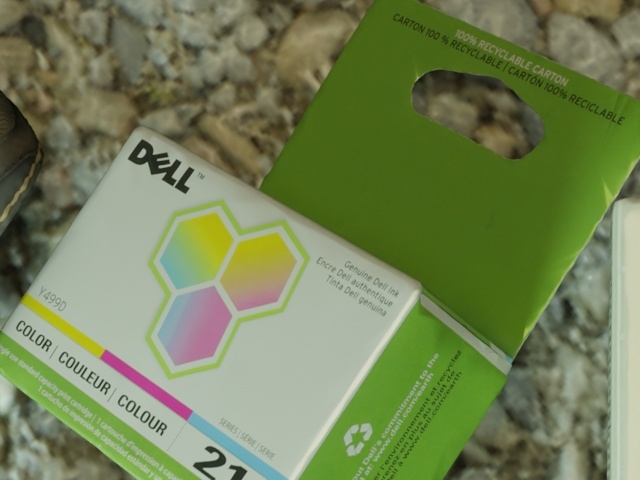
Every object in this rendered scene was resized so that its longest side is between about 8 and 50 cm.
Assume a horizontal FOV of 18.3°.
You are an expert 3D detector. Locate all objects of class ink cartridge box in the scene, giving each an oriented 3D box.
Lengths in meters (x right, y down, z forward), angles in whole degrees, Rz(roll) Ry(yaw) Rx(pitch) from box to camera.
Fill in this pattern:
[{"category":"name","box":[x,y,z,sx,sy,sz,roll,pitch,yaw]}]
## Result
[{"category":"ink cartridge box","box":[0.000,0.000,0.879,0.189,0.097,0.255,30,86,39]}]

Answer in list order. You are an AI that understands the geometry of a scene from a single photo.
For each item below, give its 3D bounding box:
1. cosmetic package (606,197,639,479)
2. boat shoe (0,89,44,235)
[{"category":"cosmetic package","box":[0.186,0.137,0.848,0.129,0.153,0.296,1,83,7]},{"category":"boat shoe","box":[-0.234,0.072,0.904,0.355,0.130,0.132,-46,37,16]}]
